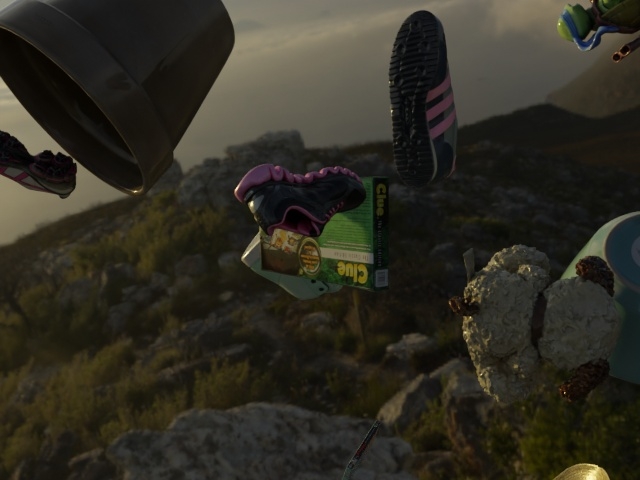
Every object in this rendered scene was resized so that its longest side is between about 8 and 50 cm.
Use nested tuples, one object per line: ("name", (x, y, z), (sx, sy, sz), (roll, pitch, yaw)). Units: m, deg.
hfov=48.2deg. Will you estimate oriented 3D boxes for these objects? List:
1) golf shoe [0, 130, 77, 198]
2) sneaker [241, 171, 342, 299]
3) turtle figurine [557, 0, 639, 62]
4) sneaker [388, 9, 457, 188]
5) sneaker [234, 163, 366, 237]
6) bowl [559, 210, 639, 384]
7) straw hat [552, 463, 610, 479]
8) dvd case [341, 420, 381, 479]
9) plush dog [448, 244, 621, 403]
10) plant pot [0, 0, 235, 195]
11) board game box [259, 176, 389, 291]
("golf shoe", (-0.490, -0.118, 1.158), (0.186, 0.086, 0.067), (22, 50, -7))
("sneaker", (0.000, 0.000, 1.106), (0.256, 0.151, 0.094), (-42, 15, 45))
("turtle figurine", (0.448, -0.404, 1.004), (0.266, 0.198, 0.275), (-16, 43, 16))
("sneaker", (0.205, -0.264, 1.346), (0.112, 0.319, 0.131), (12, 17, 40))
("sneaker", (-0.007, -0.024, 0.544), (0.119, 0.047, 0.057), (-4, 53, -41))
("bowl", (0.559, 0.070, 1.200), (0.311, 0.163, 0.312), (-7, 50, 9))
("straw hat", (0.401, 0.413, 1.085), (0.144, 0.061, 0.144), (-48, 7, 8))
("dvd case", (0.076, 0.411, 1.371), (0.013, 0.087, 0.119), (28, 47, 15))
("plush dog", (0.335, 0.117, 1.081), (0.225, 0.262, 0.210), (1, -16, 34))
("plant pot", (-0.291, -0.279, 1.090), (0.323, 0.323, 0.280), (12, 55, 50))
("board game box", (-0.004, -0.015, 0.935), (0.030, 0.136, 0.259), (-2, 5, -35))
